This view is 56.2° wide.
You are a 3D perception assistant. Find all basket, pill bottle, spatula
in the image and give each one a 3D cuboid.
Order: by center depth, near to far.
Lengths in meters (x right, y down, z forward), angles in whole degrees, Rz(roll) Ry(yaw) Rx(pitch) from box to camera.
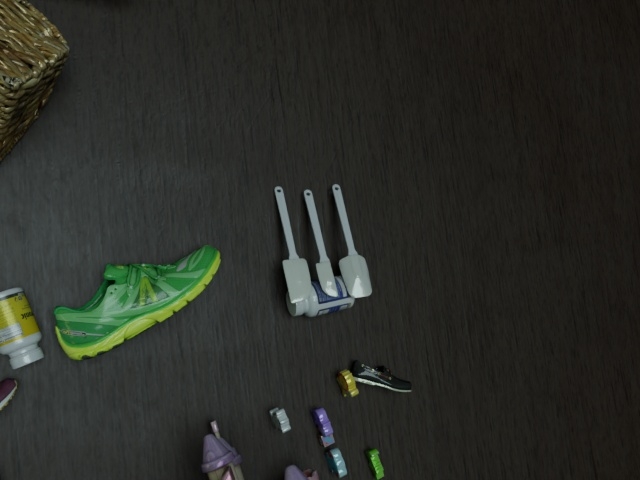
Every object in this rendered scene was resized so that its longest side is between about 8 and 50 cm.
[{"bbox_3d":[-0.471,0.136,0.924,0.065,0.065,0.116,-22,91,-26],"label":"pill bottle"},{"bbox_3d":[-0.581,-0.290,0.934,0.299,0.223,0.213,34,37,-15],"label":"basket"},{"bbox_3d":[-0.001,0.108,1.137,0.120,0.067,0.067,-10,85,-25],"label":"pill bottle"},{"bbox_3d":[0.000,0.000,1.147,0.168,0.019,0.242,-5,65,-17],"label":"spatula"}]

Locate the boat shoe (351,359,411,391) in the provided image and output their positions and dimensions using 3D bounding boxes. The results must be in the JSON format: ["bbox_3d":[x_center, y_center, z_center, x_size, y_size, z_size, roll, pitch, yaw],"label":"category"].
[{"bbox_3d":[0.123,0.267,1.174,0.133,0.049,0.042,19,82,-16],"label":"boat shoe"}]

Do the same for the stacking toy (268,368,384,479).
[{"bbox_3d":[0.018,0.374,1.108,0.167,0.052,0.221,-20,90,-25],"label":"stacking toy"}]

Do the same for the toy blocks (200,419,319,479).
[{"bbox_3d":[-0.143,0.420,0.898,0.309,0.288,0.260,-21,85,-9],"label":"toy blocks"}]

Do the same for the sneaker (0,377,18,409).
[{"bbox_3d":[-0.539,0.251,0.871,0.185,0.069,0.084,-40,100,-26],"label":"sneaker"}]

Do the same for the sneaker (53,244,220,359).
[{"bbox_3d":[-0.295,0.079,0.987,0.295,0.109,0.123,-32,99,-25],"label":"sneaker"}]
